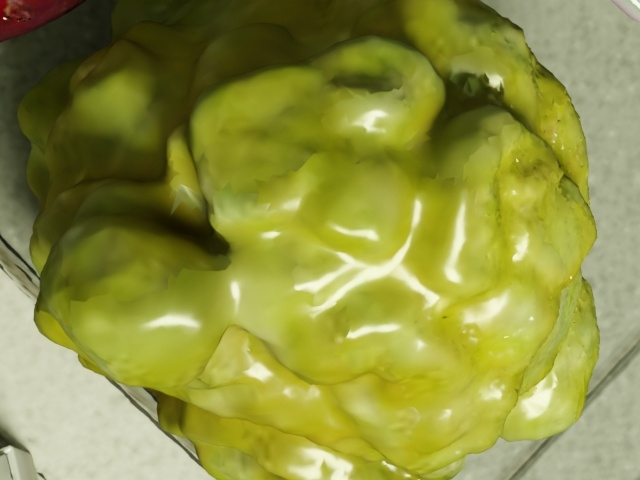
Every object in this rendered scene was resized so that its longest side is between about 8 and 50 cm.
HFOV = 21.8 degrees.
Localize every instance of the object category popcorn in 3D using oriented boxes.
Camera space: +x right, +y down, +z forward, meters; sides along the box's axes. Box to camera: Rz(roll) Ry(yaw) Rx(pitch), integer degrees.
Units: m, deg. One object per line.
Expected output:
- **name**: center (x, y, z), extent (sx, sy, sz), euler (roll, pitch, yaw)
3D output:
- **popcorn**: center (0.000, 0.000, 0.663), extent (0.242, 0.250, 0.234), euler (-1, 98, -8)

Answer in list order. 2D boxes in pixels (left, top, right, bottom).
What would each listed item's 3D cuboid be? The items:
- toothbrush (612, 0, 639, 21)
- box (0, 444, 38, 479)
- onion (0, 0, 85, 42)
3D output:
- **toothbrush**: center (0.048, -0.192, 0.733), extent (0.286, 0.020, 0.025), euler (39, 92, -15)
- **box**: center (-0.184, 0.176, 0.765), extent (0.130, 0.051, 0.129), euler (-16, 77, -3)
- **onion**: center (-0.137, -0.155, 0.643), extent (0.177, 0.177, 0.153), euler (2, 141, -7)
